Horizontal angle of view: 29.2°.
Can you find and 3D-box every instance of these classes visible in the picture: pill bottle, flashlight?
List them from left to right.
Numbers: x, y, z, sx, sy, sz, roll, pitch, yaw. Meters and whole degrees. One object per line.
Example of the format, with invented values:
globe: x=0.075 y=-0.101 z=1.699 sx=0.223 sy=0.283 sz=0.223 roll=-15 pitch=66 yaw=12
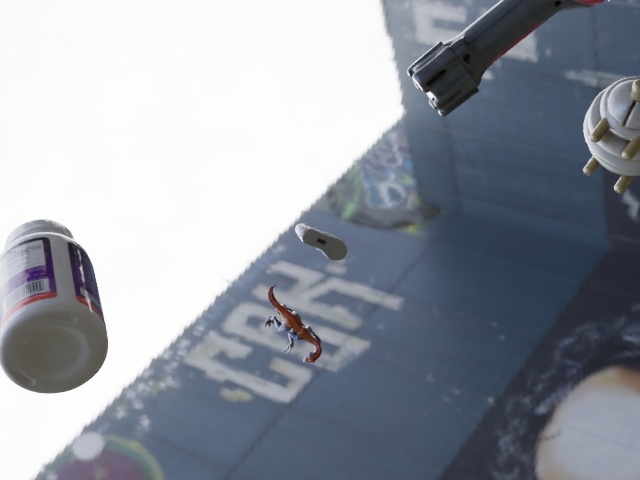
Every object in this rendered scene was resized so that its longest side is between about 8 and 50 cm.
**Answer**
pill bottle: x=-0.280 y=0.059 z=1.255 sx=0.108 sy=0.193 sz=0.108 roll=-8 pitch=-57 yaw=-12
flashlight: x=0.255 y=-0.278 z=1.572 sx=0.304 sy=0.103 sz=0.103 roll=-39 pitch=-70 yaw=5

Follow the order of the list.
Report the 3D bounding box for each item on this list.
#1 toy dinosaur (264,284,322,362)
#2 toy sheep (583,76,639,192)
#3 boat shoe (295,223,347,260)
toy dinosaur: x=-0.032 y=0.111 z=1.499 sx=0.047 sy=0.082 sz=0.090 roll=-45 pitch=-41 yaw=-17
toy sheep: x=0.274 y=-0.099 z=1.086 sx=0.091 sy=0.091 sz=0.132 roll=-60 pitch=-14 yaw=-20
boat shoe: x=0.000 y=0.000 z=1.887 sx=0.100 sy=0.035 sz=0.035 roll=24 pitch=-78 yaw=-40
